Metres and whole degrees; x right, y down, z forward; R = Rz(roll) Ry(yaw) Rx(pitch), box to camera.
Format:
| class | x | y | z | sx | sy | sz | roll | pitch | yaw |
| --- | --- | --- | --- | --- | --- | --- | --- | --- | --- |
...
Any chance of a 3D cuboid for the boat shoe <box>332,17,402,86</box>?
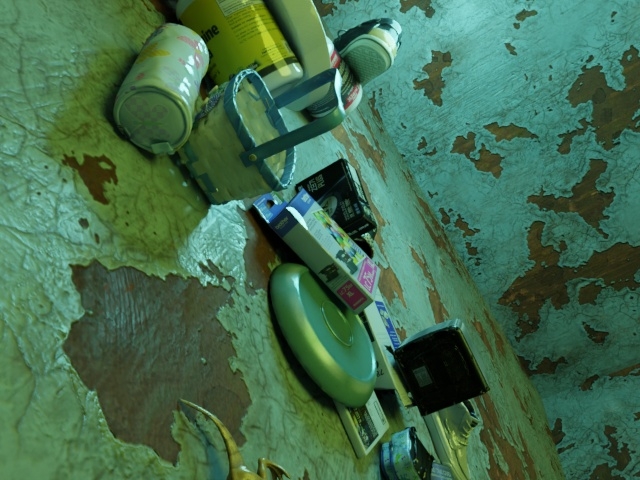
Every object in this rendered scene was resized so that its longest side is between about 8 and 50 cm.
| class | x | y | z | sx | sy | sz | roll | pitch | yaw |
| --- | --- | --- | --- | --- | --- | --- | --- | --- | --- |
| boat shoe | 0.109 | -0.612 | 1.921 | 0.186 | 0.156 | 0.500 | 38 | -15 | -21 |

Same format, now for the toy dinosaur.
| class | x | y | z | sx | sy | sz | roll | pitch | yaw |
| --- | --- | --- | --- | --- | --- | --- | --- | --- | --- |
| toy dinosaur | -0.094 | 0.287 | 0.688 | 0.112 | 0.064 | 0.212 | 30 | 37 | -55 |

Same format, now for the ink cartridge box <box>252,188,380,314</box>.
| class | x | y | z | sx | sy | sz | roll | pitch | yaw |
| --- | --- | --- | --- | --- | --- | --- | --- | --- | --- |
| ink cartridge box | 0.000 | 0.000 | 1.212 | 0.311 | 0.065 | 0.186 | 44 | 19 | -5 |

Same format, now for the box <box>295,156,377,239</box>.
| class | x | y | z | sx | sy | sz | roll | pitch | yaw |
| --- | --- | --- | --- | --- | --- | --- | --- | --- | --- |
| box | 0.036 | -0.086 | 1.391 | 0.077 | 0.147 | 0.180 | 31 | 36 | -55 |

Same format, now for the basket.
| class | x | y | z | sx | sy | sz | roll | pitch | yaw |
| --- | --- | --- | --- | --- | --- | --- | --- | --- | --- |
| basket | -0.092 | -0.198 | 0.998 | 0.255 | 0.288 | 0.201 | -90 | 156 | -60 |

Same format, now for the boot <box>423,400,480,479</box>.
| class | x | y | z | sx | sy | sz | roll | pitch | yaw |
| --- | --- | --- | --- | --- | --- | --- | --- | --- | --- |
| boot | 0.352 | 0.489 | 1.452 | 0.095 | 0.123 | 0.259 | 9 | 55 | -66 |

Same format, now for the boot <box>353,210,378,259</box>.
| class | x | y | z | sx | sy | sz | roll | pitch | yaw |
| --- | --- | --- | --- | --- | --- | --- | --- | --- | --- |
| boot | 0.088 | -0.068 | 1.597 | 0.236 | 0.085 | 0.179 | 54 | 23 | -23 |

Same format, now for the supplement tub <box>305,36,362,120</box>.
| class | x | y | z | sx | sy | sz | roll | pitch | yaw |
| --- | --- | --- | --- | --- | --- | --- | --- | --- | --- |
| supplement tub | -0.009 | -0.518 | 1.792 | 0.272 | 0.191 | 0.191 | 46 | 25 | -39 |

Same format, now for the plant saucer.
| class | x | y | z | sx | sy | sz | roll | pitch | yaw |
| --- | --- | --- | --- | --- | --- | --- | --- | --- | --- |
| plant saucer | 0.020 | 0.171 | 1.116 | 0.318 | 0.043 | 0.318 | 47 | 20 | -24 |

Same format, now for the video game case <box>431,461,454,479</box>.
| class | x | y | z | sx | sy | sz | roll | pitch | yaw |
| --- | --- | --- | --- | --- | --- | --- | --- | --- | --- |
| video game case | 0.288 | 0.630 | 1.253 | 0.196 | 0.026 | 0.274 | 39 | 29 | -49 |

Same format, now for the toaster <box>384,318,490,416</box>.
| class | x | y | z | sx | sy | sz | roll | pitch | yaw |
| --- | --- | --- | --- | --- | --- | --- | --- | --- | --- |
| toaster | 0.264 | 0.274 | 1.272 | 0.186 | 0.168 | 0.110 | 64 | 17 | 4 |

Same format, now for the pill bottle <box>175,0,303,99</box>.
| class | x | y | z | sx | sy | sz | roll | pitch | yaw |
| --- | --- | --- | --- | --- | --- | --- | --- | --- | --- |
| pill bottle | -0.196 | -0.462 | 1.251 | 0.334 | 0.187 | 0.188 | 59 | 19 | -6 |

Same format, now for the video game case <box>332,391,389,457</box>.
| class | x | y | z | sx | sy | sz | roll | pitch | yaw |
| --- | --- | --- | --- | --- | --- | --- | --- | --- | --- |
| video game case | 0.068 | 0.310 | 1.132 | 0.191 | 0.022 | 0.173 | 66 | 19 | 9 |

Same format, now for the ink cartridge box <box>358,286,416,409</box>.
| class | x | y | z | sx | sy | sz | roll | pitch | yaw |
| --- | --- | --- | --- | --- | --- | --- | --- | --- | --- |
| ink cartridge box | 0.135 | 0.238 | 1.335 | 0.165 | 0.065 | 0.333 | 22 | 42 | -62 |

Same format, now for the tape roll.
| class | x | y | z | sx | sy | sz | roll | pitch | yaw |
| --- | --- | --- | --- | --- | --- | --- | --- | --- | --- |
| tape roll | -0.112 | -0.508 | 1.388 | 0.392 | 0.072 | 0.392 | 51 | -17 | 23 |

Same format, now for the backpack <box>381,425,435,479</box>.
| class | x | y | z | sx | sy | sz | roll | pitch | yaw |
| --- | --- | --- | --- | --- | --- | --- | --- | --- | --- |
| backpack | 0.170 | 0.441 | 1.113 | 0.105 | 0.084 | 0.114 | 57 | 15 | -11 |

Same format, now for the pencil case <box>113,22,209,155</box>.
| class | x | y | z | sx | sy | sz | roll | pitch | yaw |
| --- | --- | --- | --- | --- | --- | --- | --- | --- | --- |
| pencil case | -0.253 | -0.257 | 0.945 | 0.273 | 0.113 | 0.124 | -94 | 161 | -49 |
